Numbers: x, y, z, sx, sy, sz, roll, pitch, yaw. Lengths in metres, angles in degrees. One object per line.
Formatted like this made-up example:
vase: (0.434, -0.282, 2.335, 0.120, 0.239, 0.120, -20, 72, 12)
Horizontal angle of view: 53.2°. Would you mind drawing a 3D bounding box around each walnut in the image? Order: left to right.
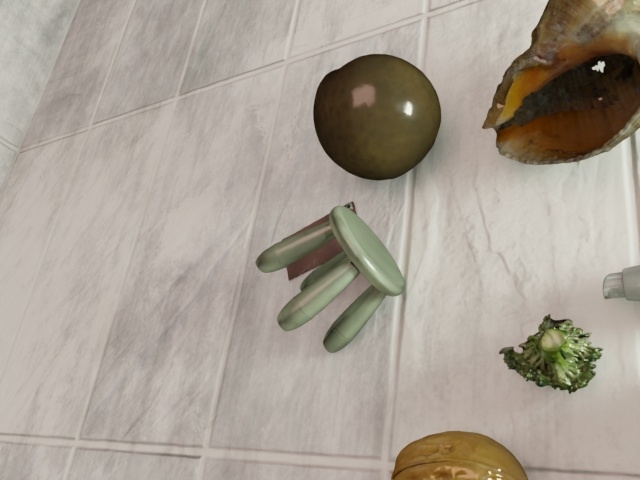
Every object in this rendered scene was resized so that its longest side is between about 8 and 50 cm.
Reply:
walnut: (0.193, 0.352, 0.898, 0.197, 0.165, 0.165, -15, 56, 37)

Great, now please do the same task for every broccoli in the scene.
broccoli: (0.324, 0.153, 0.894, 0.122, 0.204, 0.118, 39, 91, 28)

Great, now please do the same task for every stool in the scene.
stool: (0.022, 0.069, 1.163, 0.199, 0.195, 0.195, -39, 48, 13)

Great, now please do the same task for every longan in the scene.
longan: (0.106, -0.244, 1.250, 0.258, 0.258, 0.258, -17, 55, 27)

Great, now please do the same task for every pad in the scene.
pad: (0.000, 0.000, 1.345, 0.188, 0.006, 0.113, -28, 52, 20)

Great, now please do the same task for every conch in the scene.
conch: (0.451, -0.264, 1.058, 0.352, 0.210, 0.297, -57, 38, 43)

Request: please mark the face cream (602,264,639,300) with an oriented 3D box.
face cream: (0.523, 0.051, 0.876, 0.252, 0.101, 0.101, -8, 60, 32)
